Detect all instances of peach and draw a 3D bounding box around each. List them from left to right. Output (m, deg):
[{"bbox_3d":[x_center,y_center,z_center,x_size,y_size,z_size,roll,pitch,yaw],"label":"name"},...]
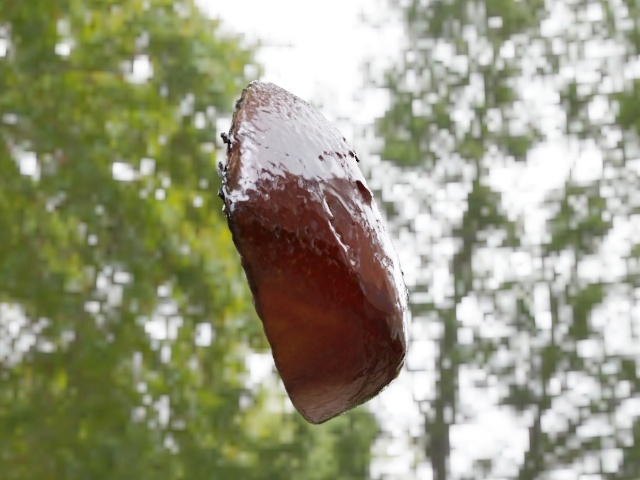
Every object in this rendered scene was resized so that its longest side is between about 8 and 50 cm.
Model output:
[{"bbox_3d":[0.004,-0.001,1.060,0.068,0.189,0.279,-13,-10,7],"label":"peach"}]
